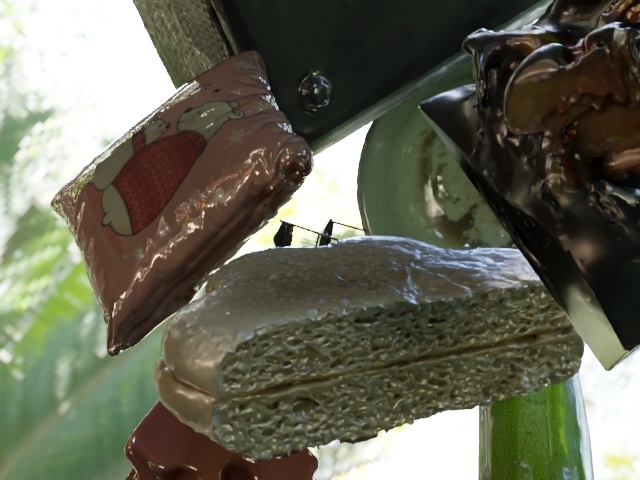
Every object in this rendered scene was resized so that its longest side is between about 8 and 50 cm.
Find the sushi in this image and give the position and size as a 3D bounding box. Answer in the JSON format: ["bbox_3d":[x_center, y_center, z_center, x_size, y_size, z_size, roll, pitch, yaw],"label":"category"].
[{"bbox_3d":[0.212,-0.084,1.090,0.215,0.227,0.212,55,-6,9],"label":"sushi"}]

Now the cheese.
[{"bbox_3d":[-0.052,0.223,1.478,0.177,0.128,0.203,22,-47,18],"label":"cheese"}]

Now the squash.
[{"bbox_3d":[0.181,0.172,1.560,0.101,0.379,0.101,1,-52,1],"label":"squash"}]

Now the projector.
[{"bbox_3d":[0.002,-0.341,1.785,0.242,0.395,0.405,24,-38,57],"label":"projector"}]

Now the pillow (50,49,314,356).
[{"bbox_3d":[-0.111,-0.040,1.471,0.084,0.223,0.236,47,9,-32],"label":"pillow"}]

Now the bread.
[{"bbox_3d":[0.026,0.058,1.349,0.183,0.337,0.102,37,-51,53],"label":"bread"}]

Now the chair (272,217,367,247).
[{"bbox_3d":[0.000,-0.001,1.781,0.086,0.042,0.037,14,-65,5],"label":"chair"}]

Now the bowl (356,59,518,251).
[{"bbox_3d":[0.189,-0.063,1.970,0.289,0.289,0.146,35,12,4],"label":"bowl"}]
